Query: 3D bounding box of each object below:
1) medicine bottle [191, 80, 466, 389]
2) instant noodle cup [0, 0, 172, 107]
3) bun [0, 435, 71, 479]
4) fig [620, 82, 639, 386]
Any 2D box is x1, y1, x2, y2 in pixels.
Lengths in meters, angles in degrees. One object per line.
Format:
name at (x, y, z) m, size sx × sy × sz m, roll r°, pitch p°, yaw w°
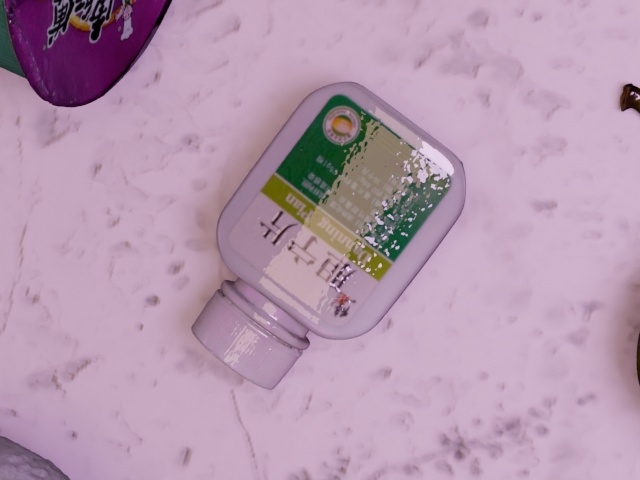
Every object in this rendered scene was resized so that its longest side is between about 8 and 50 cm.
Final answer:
medicine bottle at (0.000, 0.000, 0.937) m, size 0.119 × 0.069 × 0.183 m, roll 37°, pitch 96°, yaw 1°
instant noodle cup at (-0.195, -0.220, 0.874) m, size 0.190 × 0.251 × 0.251 m, roll 18°, pitch 93°, yaw 14°
bun at (-0.272, 0.271, 0.895) m, size 0.354 × 0.194 × 0.354 m, roll 0°, pitch 97°, yaw -1°
fig at (0.230, 0.012, 0.910) m, size 0.124 × 0.124 × 0.236 m, roll -17°, pitch 66°, yaw 6°
